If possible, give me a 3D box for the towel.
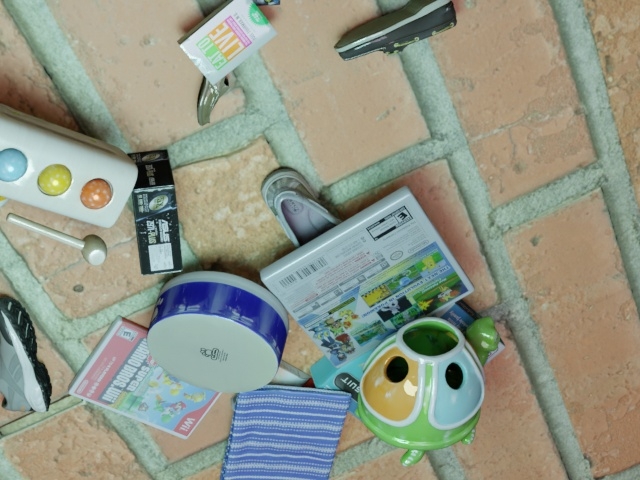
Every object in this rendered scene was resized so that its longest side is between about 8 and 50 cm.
[{"bbox_3d":[-0.080,0.439,2.310,0.243,0.040,0.336,5,129,-9],"label":"towel"}]

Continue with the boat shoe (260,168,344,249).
[{"bbox_3d":[0.001,-0.002,2.075,0.118,0.103,0.320,-33,123,7],"label":"boat shoe"}]

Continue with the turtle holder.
[{"bbox_3d":[0.232,0.274,2.114,0.320,0.243,0.227,-4,124,-15],"label":"turtle holder"}]

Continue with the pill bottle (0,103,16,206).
[{"bbox_3d":[-0.586,-0.126,1.849,0.117,0.117,0.208,9,118,-19],"label":"pill bottle"}]

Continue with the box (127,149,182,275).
[{"bbox_3d":[-0.301,-0.051,1.946,0.077,0.147,0.180,-7,121,-10],"label":"box"}]

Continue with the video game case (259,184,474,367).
[{"bbox_3d":[0.096,0.079,2.083,0.329,0.036,0.300,-31,127,9],"label":"video game case"}]

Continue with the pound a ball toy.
[{"bbox_3d":[-0.451,-0.077,1.785,0.319,0.136,0.208,20,104,-38],"label":"pound a ball toy"}]

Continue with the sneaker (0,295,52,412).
[{"bbox_3d":[-0.599,0.231,2.073,0.108,0.100,0.271,-7,122,-3],"label":"sneaker"}]

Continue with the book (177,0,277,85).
[{"bbox_3d":[-0.159,-0.347,1.832,0.144,0.035,0.096,-39,117,3],"label":"book"}]

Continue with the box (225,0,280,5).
[{"bbox_3d":[-0.115,-0.466,1.814,0.094,0.027,0.137,-5,121,-10],"label":"box"}]

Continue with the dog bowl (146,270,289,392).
[{"bbox_3d":[-0.198,0.181,2.071,0.265,0.104,0.265,7,139,6],"label":"dog bowl"}]

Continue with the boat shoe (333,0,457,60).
[{"bbox_3d":[0.136,-0.367,1.903,0.227,0.081,0.069,-25,119,-1],"label":"boat shoe"}]

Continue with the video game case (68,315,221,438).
[{"bbox_3d":[-0.345,0.288,2.211,0.285,0.025,0.204,27,110,-27],"label":"video game case"}]

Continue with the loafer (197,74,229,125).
[{"bbox_3d":[-0.187,-0.269,1.897,0.050,0.056,0.148,10,118,-12],"label":"loafer"}]

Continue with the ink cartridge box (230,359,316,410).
[{"bbox_3d":[-0.081,0.341,2.297,0.179,0.045,0.145,33,108,-26],"label":"ink cartridge box"}]

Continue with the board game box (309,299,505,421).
[{"bbox_3d":[0.187,0.251,2.288,0.336,0.079,0.254,-43,120,13],"label":"board game box"}]
